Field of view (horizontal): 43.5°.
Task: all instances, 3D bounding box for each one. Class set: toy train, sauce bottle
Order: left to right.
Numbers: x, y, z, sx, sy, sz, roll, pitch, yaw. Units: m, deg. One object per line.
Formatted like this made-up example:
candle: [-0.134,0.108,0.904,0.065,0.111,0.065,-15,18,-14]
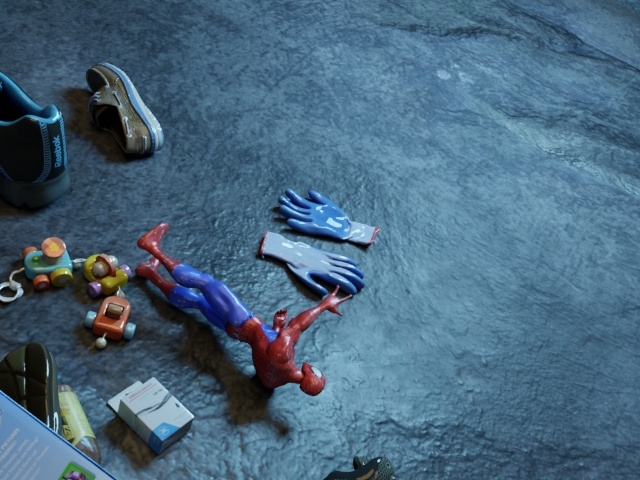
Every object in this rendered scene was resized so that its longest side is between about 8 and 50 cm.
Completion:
sauce bottle: [-0.244,0.204,0.798,0.042,0.042,0.128,-13,50,-35]
toy train: [-0.285,0.051,0.940,0.166,0.046,0.125,20,40,-4]

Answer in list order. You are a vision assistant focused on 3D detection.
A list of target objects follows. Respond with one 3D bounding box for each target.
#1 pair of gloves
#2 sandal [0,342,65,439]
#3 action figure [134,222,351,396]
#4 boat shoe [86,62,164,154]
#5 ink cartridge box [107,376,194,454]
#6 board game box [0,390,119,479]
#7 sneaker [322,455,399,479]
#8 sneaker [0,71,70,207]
pair of gloves: [0.000,0.000,1.147,0.159,0.023,0.198,22,40,-1]
sandal: [-0.281,0.205,0.762,0.090,0.060,0.219,-16,54,8]
action figure: [-0.081,0.073,0.975,0.280,0.091,0.139,40,52,19]
boat shoe: [-0.304,-0.197,1.184,0.066,0.066,0.183,-22,57,-38]
ink cartridge box: [-0.183,0.181,0.861,0.083,0.028,0.048,39,43,18]
board game box: [-0.264,0.233,0.665,0.211,0.039,0.160,42,62,-12]
sneaker: [0.091,0.293,0.822,0.227,0.087,0.130,15,47,-2]
sneaker: [-0.460,-0.186,1.044,0.340,0.140,0.125,30,43,10]
